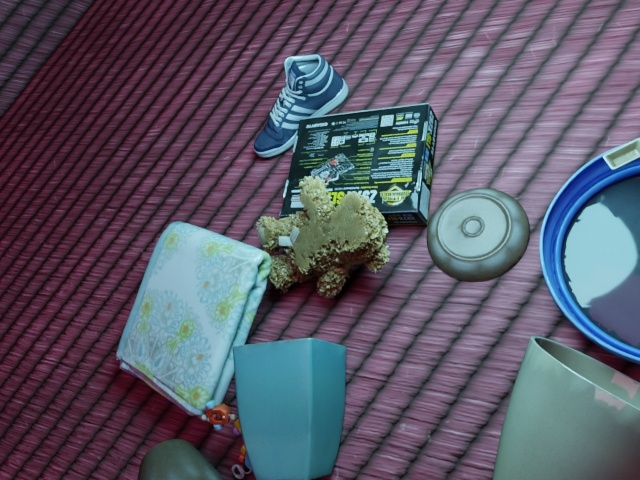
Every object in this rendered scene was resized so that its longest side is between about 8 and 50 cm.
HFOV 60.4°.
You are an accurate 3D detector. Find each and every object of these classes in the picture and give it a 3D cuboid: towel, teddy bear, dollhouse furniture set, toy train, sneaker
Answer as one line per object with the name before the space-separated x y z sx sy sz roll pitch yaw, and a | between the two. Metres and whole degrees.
towel | -0.284 0.164 1.214 0.320 0.090 0.375 18 87 36
teddy bear | 0.000 0.000 1.127 0.338 0.113 0.245 -37 69 36
dollhouse furniture set | 0.526 -0.147 0.880 0.114 0.081 0.091 -27 58 14
toy train | -0.156 0.380 1.079 0.125 0.046 0.166 -18 98 33
sneaker | -0.077 -0.330 1.325 0.282 0.153 0.099 -38 55 7

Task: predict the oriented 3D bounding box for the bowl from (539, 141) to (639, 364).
bowl | 0.562 0.019 0.882 0.390 0.077 0.392 -11 63 22

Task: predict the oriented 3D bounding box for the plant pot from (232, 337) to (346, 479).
plant pot | -0.051 0.313 1.016 0.165 0.165 0.235 -11 70 23

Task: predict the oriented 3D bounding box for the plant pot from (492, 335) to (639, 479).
plant pot | 0.355 0.318 0.771 0.256 0.256 0.274 30 99 34

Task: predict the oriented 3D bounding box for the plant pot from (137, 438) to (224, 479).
plant pot | -0.260 0.498 1.029 0.215 0.215 0.230 -45 41 2

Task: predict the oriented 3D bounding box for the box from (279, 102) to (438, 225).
box | 0.084 -0.159 1.212 0.321 0.079 0.257 -1 69 27

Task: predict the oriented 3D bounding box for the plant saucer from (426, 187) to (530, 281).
plant saucer | 0.297 -0.020 1.062 0.198 0.036 0.199 -12 62 23
